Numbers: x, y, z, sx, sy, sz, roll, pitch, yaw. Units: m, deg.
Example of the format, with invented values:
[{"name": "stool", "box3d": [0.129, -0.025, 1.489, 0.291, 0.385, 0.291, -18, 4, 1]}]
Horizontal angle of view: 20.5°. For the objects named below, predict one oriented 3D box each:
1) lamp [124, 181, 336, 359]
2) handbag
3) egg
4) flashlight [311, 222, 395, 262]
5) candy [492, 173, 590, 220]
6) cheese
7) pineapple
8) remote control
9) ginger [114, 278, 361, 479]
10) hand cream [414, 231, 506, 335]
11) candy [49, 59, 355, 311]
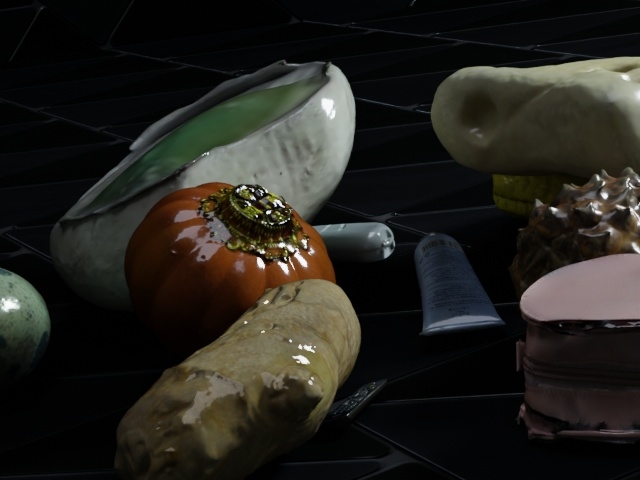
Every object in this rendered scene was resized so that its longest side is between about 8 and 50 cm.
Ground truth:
[{"name": "lamp", "box3d": [-0.092, 0.037, 1.817, 0.223, 0.196, 0.223, 17, 34, -12]}, {"name": "handbag", "box3d": [0.267, 0.094, 1.525, 0.205, 0.116, 0.179, -1, 19, 29]}, {"name": "egg", "box3d": [-0.362, 0.095, 1.905, 0.141, 0.141, 0.182, -4, 6, 24]}, {"name": "flashlight", "box3d": [0.000, 0.000, 2.156, 0.200, 0.047, 0.093, 0, 22, 36]}, {"name": "candy", "box3d": [0.297, -0.060, 2.088, 0.106, 0.094, 0.199, -16, 22, -38]}, {"name": "cheese", "box3d": [0.334, -0.144, 1.989, 0.328, 0.129, 0.351, -11, 10, -33]}, {"name": "pineapple", "box3d": [0.344, -0.002, 1.758, 0.361, 0.175, 0.175, -13, 13, -43]}, {"name": "remote control", "box3d": [0.034, 0.155, 1.657, 0.034, 0.016, 0.091, -20, 9, 33]}, {"name": "ginger", "box3d": [-0.055, 0.128, 1.607, 0.190, 0.126, 0.354, -26, 10, 29]}, {"name": "hand cream", "box3d": [0.136, 0.048, 1.892, 0.088, 0.055, 0.256, -4, 18, -3]}, {"name": "candy", "box3d": [-0.147, -0.051, 2.116, 0.386, 0.186, 0.427, -45, 23, -30]}]
